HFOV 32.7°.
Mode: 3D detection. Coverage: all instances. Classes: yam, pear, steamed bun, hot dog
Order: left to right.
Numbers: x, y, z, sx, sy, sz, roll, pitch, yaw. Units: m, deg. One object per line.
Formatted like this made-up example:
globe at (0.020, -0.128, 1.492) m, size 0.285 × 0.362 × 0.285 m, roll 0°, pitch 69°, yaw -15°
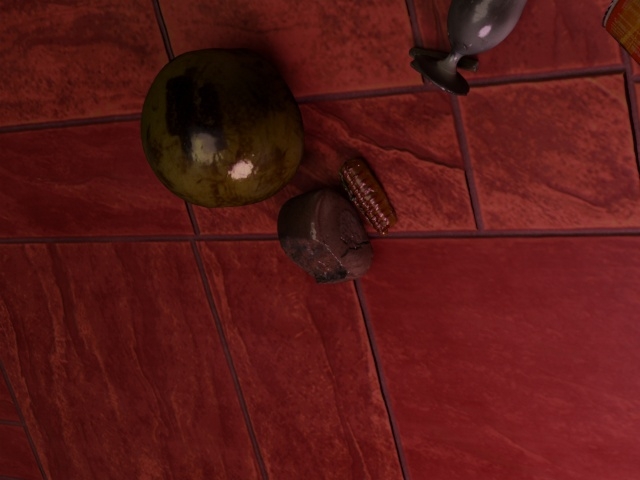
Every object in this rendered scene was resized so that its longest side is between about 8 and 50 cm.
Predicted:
pear at (-0.162, -0.189, 1.808) m, size 0.283 × 0.283 × 0.283 m, roll 16°, pitch 122°, yaw 26°
steamed bun at (0.000, 0.000, 1.896) m, size 0.145 × 0.106 × 0.175 m, roll -12°, pitch 116°, yaw 49°
hot dog at (0.080, -0.073, 1.855) m, size 0.062 × 0.038 × 0.144 m, roll -24°, pitch 100°, yaw 39°
yam at (0.189, -0.280, 1.680) m, size 0.116 × 0.021 × 0.021 m, roll 18°, pitch 123°, yaw 26°

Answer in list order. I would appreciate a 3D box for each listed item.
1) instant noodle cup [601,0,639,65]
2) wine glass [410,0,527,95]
instant noodle cup at (0.477, -0.281, 1.382) m, size 0.174 × 0.213 × 0.213 m, roll 46°, pitch 131°, yaw 15°
wine glass at (0.229, -0.322, 1.574) m, size 0.103 × 0.103 × 0.222 m, roll 39°, pitch 121°, yaw 9°
